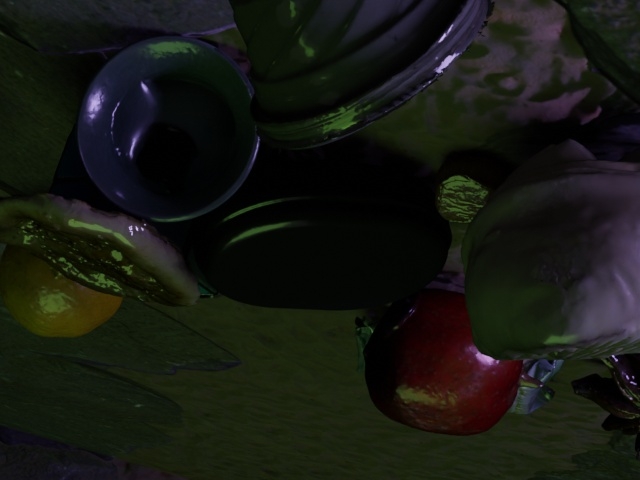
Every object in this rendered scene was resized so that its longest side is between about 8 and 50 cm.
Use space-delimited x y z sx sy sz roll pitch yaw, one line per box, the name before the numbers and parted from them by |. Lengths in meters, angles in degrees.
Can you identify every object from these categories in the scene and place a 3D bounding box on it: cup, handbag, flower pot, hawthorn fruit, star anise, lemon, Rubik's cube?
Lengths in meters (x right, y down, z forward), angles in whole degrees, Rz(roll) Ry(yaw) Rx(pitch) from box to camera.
cup | -0.155 -0.111 1.499 0.199 0.199 0.150 14 175 6
handbag | 0.000 -0.001 1.612 0.307 0.093 0.254 4 151 -17
flower pot | 0.014 -0.193 1.138 0.235 0.235 0.141 -6 126 44
hawthorn fruit | 0.182 0.166 1.867 0.249 0.215 0.215 7 157 2
star anise | 0.491 0.226 1.919 0.272 0.102 0.272 27 143 22
lemon | -0.374 0.049 1.987 0.188 0.188 0.256 22 154 -13
Rubik's cube | -0.219 -0.038 1.695 0.183 0.167 0.180 0 154 37

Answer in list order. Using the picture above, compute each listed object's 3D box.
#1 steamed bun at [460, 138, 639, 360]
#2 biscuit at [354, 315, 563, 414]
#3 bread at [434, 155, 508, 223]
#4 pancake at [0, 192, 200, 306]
steamed bun | 0.297 0.007 1.386 0.324 0.220 0.310 -8 173 -3
biscuit | 0.202 0.187 2.045 0.309 0.079 0.186 13 156 11
bread | 0.168 -0.060 1.517 0.085 0.053 0.085 9 137 8
pancake | -0.254 0.010 1.523 0.282 0.049 0.282 18 165 5
